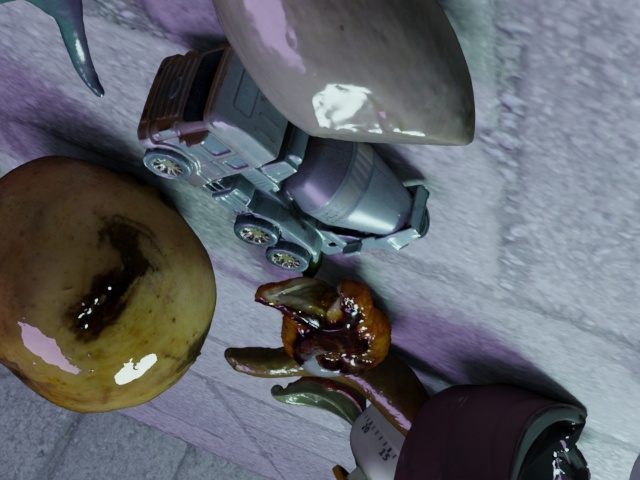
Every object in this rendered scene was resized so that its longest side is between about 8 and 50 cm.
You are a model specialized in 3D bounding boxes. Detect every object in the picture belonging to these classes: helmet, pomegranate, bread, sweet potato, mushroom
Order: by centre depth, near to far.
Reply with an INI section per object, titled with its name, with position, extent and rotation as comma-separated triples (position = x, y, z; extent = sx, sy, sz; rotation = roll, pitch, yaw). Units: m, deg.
[mushroom]
position = 0.000, -0.154, 0.731
extent = 0.128, 0.128, 0.350
rotation = 13, 153, 35
[pomegranate]
position = -0.274, 0.050, 1.387
extent = 0.322, 0.322, 0.322
rotation = 23, 161, 8
[bread]
position = 0.013, 0.095, 1.422
extent = 0.139, 0.095, 0.269
rotation = -2, 152, 9
[helmet]
position = 0.200, 0.322, 1.490
extent = 0.197, 0.271, 0.338
rotation = 21, 138, 29
[sweet potato]
position = 0.046, 0.182, 1.578
extent = 0.346, 0.108, 0.079
rotation = 24, 168, -5

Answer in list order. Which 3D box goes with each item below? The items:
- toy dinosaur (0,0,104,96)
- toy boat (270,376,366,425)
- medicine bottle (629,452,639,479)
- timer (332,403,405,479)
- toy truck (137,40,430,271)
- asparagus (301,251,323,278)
[toy dinosaur]
position = -0.235, -0.255, 0.835
extent = 0.383, 0.129, 0.330
rotation = 27, 146, -31
[toy boat]
position = 0.014, 0.249, 1.859
extent = 0.185, 0.071, 0.089
rotation = 21, 162, 17
[medicine bottle]
position = 0.420, 0.237, 1.139
extent = 0.170, 0.170, 0.293
rotation = 25, 161, 3
[timer]
position = 0.163, 0.314, 1.720
extent = 0.233, 0.240, 0.233
rotation = 48, -177, -3
[toy truck]
position = -0.024, -0.067, 1.026
extent = 0.140, 0.108, 0.256
rotation = -10, 144, 40
[asparagus]
position = 0.000, 0.001, 1.282
extent = 0.034, 0.027, 0.236
rotation = 22, 161, -2
